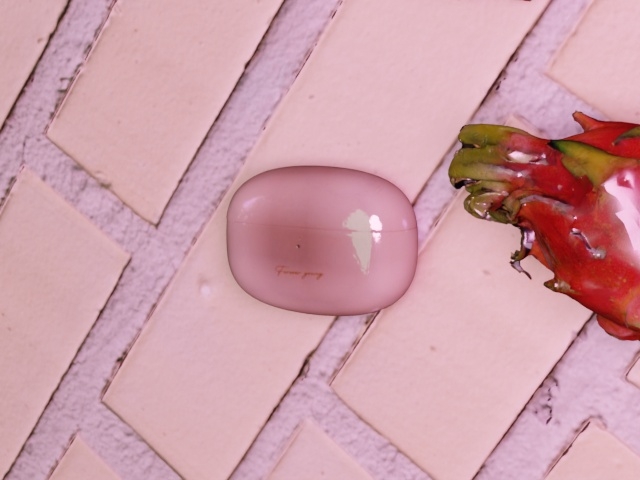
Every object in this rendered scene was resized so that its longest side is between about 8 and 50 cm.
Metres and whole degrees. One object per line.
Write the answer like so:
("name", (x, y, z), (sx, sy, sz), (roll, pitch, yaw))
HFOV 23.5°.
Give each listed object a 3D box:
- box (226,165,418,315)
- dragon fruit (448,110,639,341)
("box", (0.000, 0.000, 1.493), (0.200, 0.088, 0.146), (5, 101, 27))
("dragon fruit", (0.245, -0.008, 1.320), (0.269, 0.198, 0.200), (5, 126, 29))
